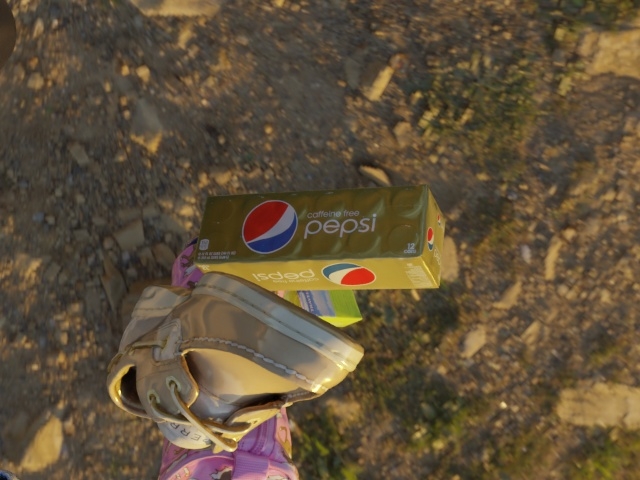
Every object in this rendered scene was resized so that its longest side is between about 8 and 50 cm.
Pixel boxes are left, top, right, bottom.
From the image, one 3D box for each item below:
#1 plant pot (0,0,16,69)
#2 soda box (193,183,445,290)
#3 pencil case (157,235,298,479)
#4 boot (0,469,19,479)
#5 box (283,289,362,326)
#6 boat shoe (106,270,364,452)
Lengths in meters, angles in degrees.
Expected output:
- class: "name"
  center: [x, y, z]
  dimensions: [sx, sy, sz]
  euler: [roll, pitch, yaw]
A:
- class: "plant pot"
  center: [-0.436, -0.216, 1.194]
  dimensions: [0.216, 0.230, 0.215]
  euler: [5, 108, 17]
- class: "soda box"
  center: [0.000, 0.000, 0.850]
  dimensions: [0.181, 0.061, 0.058]
  euler: [-2, 153, 20]
- class: "pencil case"
  center: [-0.107, 0.160, 1.328]
  dimensions: [0.160, 0.386, 0.167]
  euler: [-9, 132, 5]
- class: "boot"
  center: [-0.590, 0.434, 1.735]
  dimensions: [0.258, 0.123, 0.095]
  euler: [-34, 81, -19]
- class: "box"
  center: [-0.010, 0.069, 1.617]
  dimensions: [0.042, 0.178, 0.109]
  euler: [-26, 73, 24]
- class: "boat shoe"
  center: [-0.039, 0.051, 0.421]
  dimensions: [0.063, 0.170, 0.059]
  euler: [32, 74, -17]
